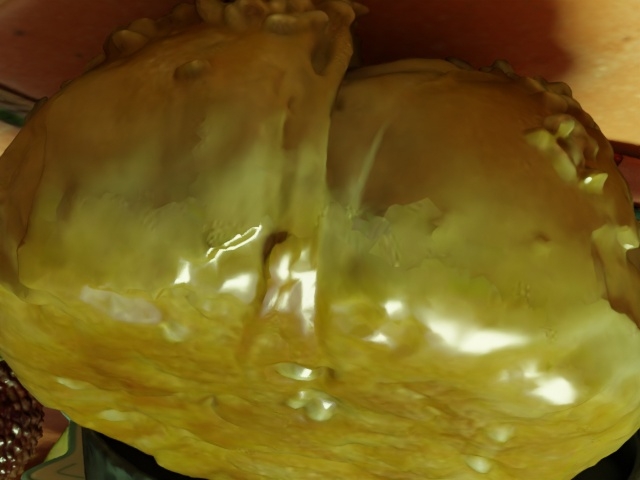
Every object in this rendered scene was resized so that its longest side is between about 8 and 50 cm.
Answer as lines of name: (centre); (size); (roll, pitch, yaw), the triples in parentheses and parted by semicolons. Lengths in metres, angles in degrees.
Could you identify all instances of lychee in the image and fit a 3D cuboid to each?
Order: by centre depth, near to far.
lychee: (-0.243, 0.118, 1.200); (0.123, 0.123, 0.129); (1, 153, 1)

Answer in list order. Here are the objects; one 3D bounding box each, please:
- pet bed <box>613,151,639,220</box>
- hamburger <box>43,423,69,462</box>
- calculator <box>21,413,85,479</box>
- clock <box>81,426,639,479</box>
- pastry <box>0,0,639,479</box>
pet bed: (0.128, 0.004, 0.993); (0.201, 0.053, 0.201); (2, 159, 1)
hamburger: (-0.104, 0.210, 1.306); (0.237, 0.237, 0.149); (2, 161, -2)
calculator: (0.010, 0.138, 1.152); (0.386, 0.054, 0.256); (0, -163, -4)
clock: (0.021, 0.121, 1.017); (0.325, 0.067, 0.325); (5, -162, -2)
pastry: (0.000, 0.000, 0.810); (0.315, 0.184, 0.284); (7, 151, 10)
